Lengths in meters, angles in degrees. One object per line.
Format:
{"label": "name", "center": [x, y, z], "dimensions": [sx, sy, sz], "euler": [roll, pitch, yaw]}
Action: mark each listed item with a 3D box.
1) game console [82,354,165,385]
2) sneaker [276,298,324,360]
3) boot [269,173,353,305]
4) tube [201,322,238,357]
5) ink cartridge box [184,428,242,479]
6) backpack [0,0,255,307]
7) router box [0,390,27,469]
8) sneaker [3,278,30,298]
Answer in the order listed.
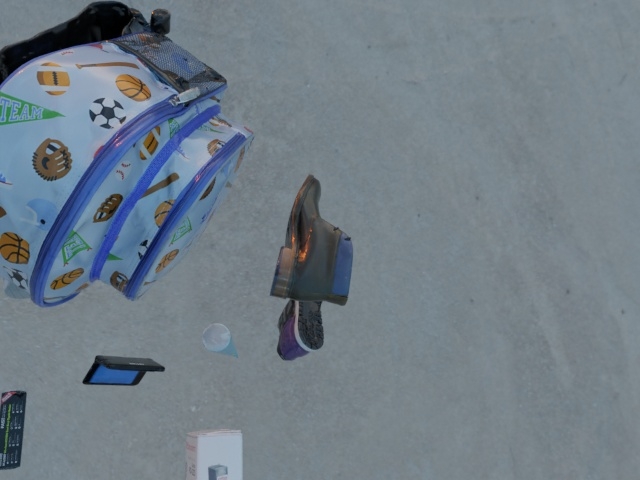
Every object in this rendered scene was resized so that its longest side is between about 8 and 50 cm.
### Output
{"label": "game console", "center": [-0.398, 0.274, 1.048], "dimensions": [0.122, 0.107, 0.071], "euler": [16, 84, -43]}
{"label": "sneaker", "center": [-0.064, 0.175, 1.330], "dimensions": [0.107, 0.124, 0.283], "euler": [37, 36, -26]}
{"label": "boot", "center": [0.000, 0.000, 0.757], "dimensions": [0.106, 0.082, 0.219], "euler": [16, 55, -4]}
{"label": "tube", "center": [-0.202, 0.205, 1.048], "dimensions": [0.080, 0.207, 0.052], "euler": [44, 75, 7]}
{"label": "ink cartridge box", "center": [-0.210, 0.483, 1.001], "dimensions": [0.092, 0.158, 0.217], "euler": [6, 70, -21]}
{"label": "backpack", "center": [-0.206, -0.060, 0.498], "dimensions": [0.213, 0.276, 0.263], "euler": [33, 28, 3]}
{"label": "router box", "center": [-0.521, 0.319, 0.870], "dimensions": [0.038, 0.092, 0.122], "euler": [5, 68, -28]}
{"label": "sneaker", "center": [-0.841, 0.079, 1.452], "dimensions": [0.094, 0.258, 0.091], "euler": [0, 58, -27]}
